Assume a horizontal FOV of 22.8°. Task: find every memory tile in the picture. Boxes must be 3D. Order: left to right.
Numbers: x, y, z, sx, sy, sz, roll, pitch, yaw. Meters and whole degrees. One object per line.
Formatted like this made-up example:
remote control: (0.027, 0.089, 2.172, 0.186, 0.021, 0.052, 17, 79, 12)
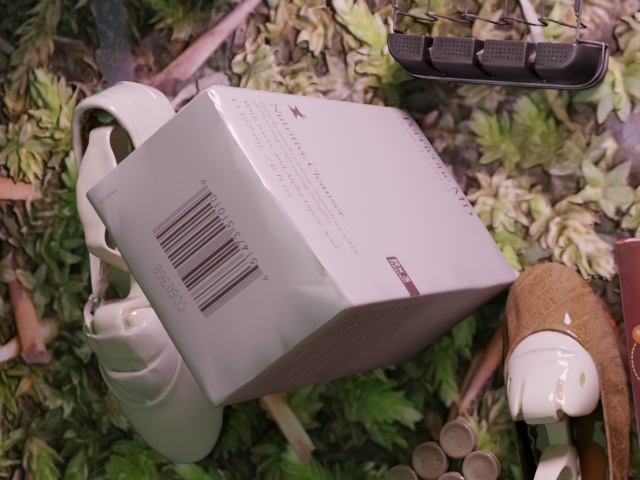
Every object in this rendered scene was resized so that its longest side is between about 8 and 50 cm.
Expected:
memory tile: (0.139, 0.254, 1.515, 0.113, 0.012, 0.148, -43, 72, 21)

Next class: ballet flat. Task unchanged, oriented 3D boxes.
ballet flat: (-0.194, 0.036, 1.611, 0.139, 0.139, 0.400, -9, 88, 27)
ballet flat: (0.214, 0.191, 1.413, 0.116, 0.124, 0.342, -5, 89, 25)

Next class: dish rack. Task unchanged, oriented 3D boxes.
dish rack: (0.167, -0.280, 1.457, 0.208, 0.074, 0.271, 7, 93, 25)

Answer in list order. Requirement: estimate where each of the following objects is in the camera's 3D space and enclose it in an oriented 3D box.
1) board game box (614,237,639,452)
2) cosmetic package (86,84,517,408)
board game box: (0.346, 0.132, 1.386, 0.145, 0.027, 0.281, -6, 94, 28)
cosmetic package: (0.000, 0.000, 1.372, 0.156, 0.385, 0.217, -38, 78, 24)
